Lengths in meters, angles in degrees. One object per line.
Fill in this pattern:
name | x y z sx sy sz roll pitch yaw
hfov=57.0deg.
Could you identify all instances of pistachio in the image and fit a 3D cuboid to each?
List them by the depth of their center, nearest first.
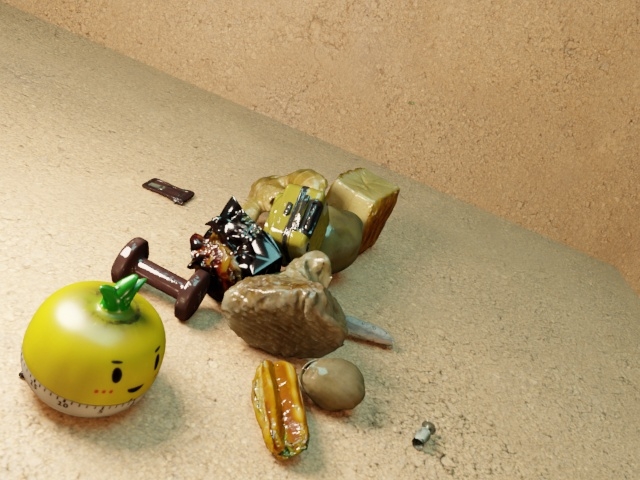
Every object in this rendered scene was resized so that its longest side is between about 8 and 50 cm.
pistachio | 0.030 0.340 1.393 0.185 0.126 0.108 22 -5 -33

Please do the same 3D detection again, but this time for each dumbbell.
dumbbell | -0.397 0.096 1.469 0.225 0.140 0.124 28 55 4

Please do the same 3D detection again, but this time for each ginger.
ginger | -0.150 -0.173 2.055 0.122 0.363 0.348 52 14 -25

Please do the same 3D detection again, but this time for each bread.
bread | 0.131 -0.104 2.199 0.207 0.279 0.279 35 25 16

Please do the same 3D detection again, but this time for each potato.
potato | 0.000 0.000 1.924 0.243 0.221 0.326 36 28 26

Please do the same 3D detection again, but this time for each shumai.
shumai | -0.085 0.126 1.486 0.314 0.267 0.262 20 46 -16

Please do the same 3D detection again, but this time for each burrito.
burrito | 0.126 0.263 1.715 0.203 0.064 0.064 20 25 -16

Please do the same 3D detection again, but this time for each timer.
timer | -0.414 0.169 1.128 0.285 0.285 0.285 20 25 -10

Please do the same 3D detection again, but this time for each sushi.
sushi | -0.250 0.054 1.606 0.212 0.215 0.227 -33 71 -22

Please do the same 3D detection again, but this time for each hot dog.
hot dog | -0.093 0.364 1.293 0.115 0.072 0.269 17 27 -19

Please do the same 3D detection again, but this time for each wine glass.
wine glass | 0.251 0.476 1.434 0.039 0.042 0.083 -6 13 30

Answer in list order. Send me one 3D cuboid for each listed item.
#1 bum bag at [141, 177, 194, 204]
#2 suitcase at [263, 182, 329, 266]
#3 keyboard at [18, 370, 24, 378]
bum bag | -0.524 -0.170 2.028 0.159 0.026 0.109 22 24 6
suitcase | -0.068 -0.036 1.669 0.143 0.235 0.194 16 67 12
keyboard | -0.537 0.230 1.221 0.061 0.013 0.204 25 24 -1
